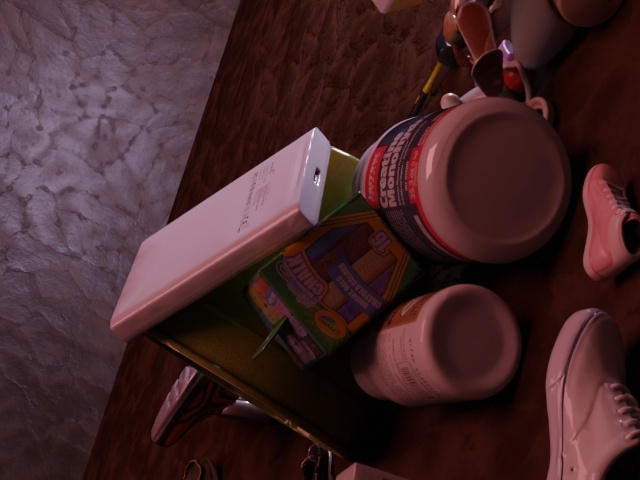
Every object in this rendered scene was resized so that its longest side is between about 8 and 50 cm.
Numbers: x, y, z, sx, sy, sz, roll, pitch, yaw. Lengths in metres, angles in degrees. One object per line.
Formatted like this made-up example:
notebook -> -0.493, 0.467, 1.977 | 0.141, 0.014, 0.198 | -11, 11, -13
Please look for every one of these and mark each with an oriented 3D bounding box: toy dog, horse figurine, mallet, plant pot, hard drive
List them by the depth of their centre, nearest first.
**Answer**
hard drive -> -0.125, -0.008, 1.511 | 0.307, 0.040, 0.203 | -32, 25, 24
toy dog -> 0.243, -0.277, 1.523 | 0.334, 0.161, 0.220 | -63, 18, 13
plant pot -> -0.025, 0.063, 1.674 | 0.353, 0.366, 0.366 | -58, 16, -10
horse figurine -> 0.237, -0.369, 1.801 | 0.174, 0.066, 0.263 | 139, 145, -74
mallet -> 0.173, -0.241, 1.906 | 0.062, 0.039, 0.190 | -97, 30, -64

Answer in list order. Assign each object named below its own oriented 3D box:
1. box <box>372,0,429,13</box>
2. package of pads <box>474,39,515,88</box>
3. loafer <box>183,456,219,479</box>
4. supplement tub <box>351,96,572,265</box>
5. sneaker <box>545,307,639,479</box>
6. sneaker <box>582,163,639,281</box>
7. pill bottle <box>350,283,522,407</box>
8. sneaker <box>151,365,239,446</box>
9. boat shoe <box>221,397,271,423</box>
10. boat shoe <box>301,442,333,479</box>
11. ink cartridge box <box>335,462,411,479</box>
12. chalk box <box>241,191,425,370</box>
box -> 0.201, -0.453, 1.543 | 0.345, 0.168, 0.215 | -25, -14, -39
package of pads -> 0.250, -0.235, 1.667 | 0.083, 0.032, 0.050 | -57, 17, 29
loafer -> -0.243, 0.494, 2.134 | 0.094, 0.087, 0.251 | -52, 23, 41
supplement tub -> 0.162, -0.065, 1.451 | 0.272, 0.191, 0.191 | -5, 64, 70
sneaker -> 0.260, 0.179, 1.068 | 0.091, 0.094, 0.258 | -19, 53, 44
sneaker -> 0.307, -0.028, 1.217 | 0.070, 0.051, 0.134 | -38, 37, 55
pill bottle -> 0.127, 0.132, 1.414 | 0.229, 0.131, 0.131 | -26, 44, 65
sneaker -> -0.119, 0.234, 1.884 | 0.321, 0.180, 0.124 | -50, 10, 10
boat shoe -> -0.155, 0.235, 2.120 | 0.340, 0.127, 0.158 | 171, 112, -71
boat shoe -> -0.009, 0.333, 1.722 | 0.046, 0.038, 0.125 | -58, 20, 26
ink cartridge box -> 0.081, 0.317, 1.318 | 0.056, 0.135, 0.099 | 132, 155, -53
chalk box -> -0.006, 0.065, 1.445 | 0.213, 0.132, 0.132 | -37, -2, -21
